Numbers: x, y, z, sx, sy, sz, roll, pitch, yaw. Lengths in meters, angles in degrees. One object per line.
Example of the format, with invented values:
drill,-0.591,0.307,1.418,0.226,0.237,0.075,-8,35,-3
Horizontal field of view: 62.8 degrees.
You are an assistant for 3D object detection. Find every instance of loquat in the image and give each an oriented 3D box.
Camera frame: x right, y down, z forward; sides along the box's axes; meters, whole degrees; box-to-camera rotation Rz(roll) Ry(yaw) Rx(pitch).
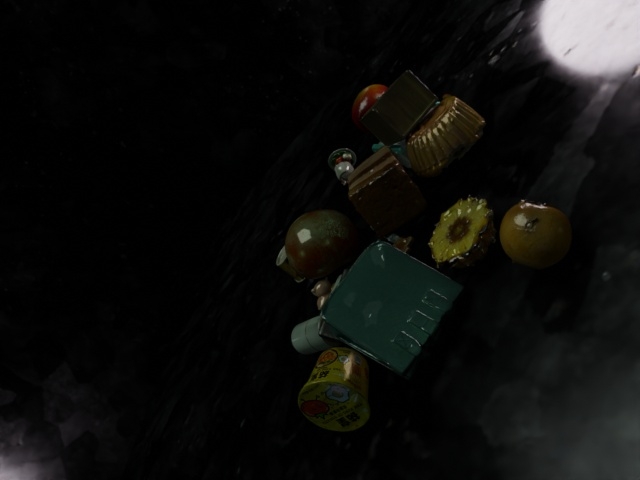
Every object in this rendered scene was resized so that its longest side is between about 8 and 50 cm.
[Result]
loquat,0.431,-0.010,1.055,0.141,0.141,0.141,-46,22,25

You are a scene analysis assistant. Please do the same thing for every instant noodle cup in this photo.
instant noodle cup,0.046,0.368,1.333,0.182,0.182,0.144,-42,15,33
instant noodle cup,-0.103,0.080,2.172,0.151,0.122,0.151,-49,19,24

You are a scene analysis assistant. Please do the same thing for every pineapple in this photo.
pineapple,0.362,-0.011,1.315,0.225,0.076,0.225,-47,24,29

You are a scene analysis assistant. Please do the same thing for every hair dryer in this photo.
hair dryer,0.040,0.208,1.724,0.173,0.107,0.357,-28,25,48

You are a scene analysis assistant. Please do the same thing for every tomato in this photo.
tomato,0.000,0.000,1.856,0.270,0.223,0.270,-31,10,6

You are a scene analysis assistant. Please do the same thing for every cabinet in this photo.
cabinet,0.251,-0.434,1.744,0.175,0.148,0.215,-49,7,-2

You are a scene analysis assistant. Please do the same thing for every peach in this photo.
peach,0.201,-0.475,1.932,0.197,0.197,0.197,-46,22,25

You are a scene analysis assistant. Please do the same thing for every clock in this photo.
clock,0.334,-0.383,1.922,0.231,0.116,0.262,-52,21,-2

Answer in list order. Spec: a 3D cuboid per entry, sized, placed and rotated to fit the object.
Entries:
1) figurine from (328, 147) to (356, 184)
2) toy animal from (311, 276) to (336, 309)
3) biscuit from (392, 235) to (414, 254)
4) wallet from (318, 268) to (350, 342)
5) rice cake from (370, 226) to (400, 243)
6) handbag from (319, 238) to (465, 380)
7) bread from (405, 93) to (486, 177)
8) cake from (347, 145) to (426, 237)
figurine,0.108,-0.321,2.340,0.132,0.132,0.154,-44,36,30
toy animal,0.003,0.181,1.833,0.114,0.082,0.091,-60,21,-8
biscuit,0.237,0.044,1.598,0.119,0.019,0.130,-33,30,46
wallet,0.090,0.197,1.584,0.124,0.025,0.244,12,58,19
rice cake,0.213,-0.028,1.746,0.033,0.033,0.207,-56,20,5
handbag,0.170,0.166,1.272,0.274,0.100,0.269,26,69,27
bread,0.379,-0.326,1.664,0.274,0.149,0.274,-45,16,17
cake,0.214,-0.176,1.731,0.198,0.196,0.293,-37,20,18
